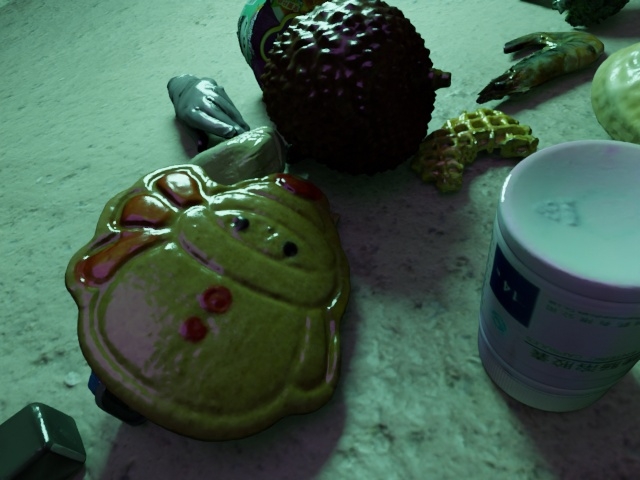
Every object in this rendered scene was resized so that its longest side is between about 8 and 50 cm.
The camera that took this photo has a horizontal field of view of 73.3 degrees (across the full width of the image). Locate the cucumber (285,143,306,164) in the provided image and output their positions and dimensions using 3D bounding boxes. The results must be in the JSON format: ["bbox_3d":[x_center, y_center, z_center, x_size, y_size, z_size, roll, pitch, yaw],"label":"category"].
[{"bbox_3d":[-0.026,-0.209,0.831,0.053,0.053,0.181,16,60,26],"label":"cucumber"}]

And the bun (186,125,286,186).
[{"bbox_3d":[-0.136,-0.118,0.741,0.173,0.113,0.166,-19,16,23],"label":"bun"}]

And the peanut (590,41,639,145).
[{"bbox_3d":[0.506,-0.163,0.577,0.174,0.158,0.340,-40,44,33],"label":"peanut"}]

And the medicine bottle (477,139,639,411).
[{"bbox_3d":[0.235,0.051,0.409,0.152,0.254,0.152,-8,50,9],"label":"medicine bottle"}]

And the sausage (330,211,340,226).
[{"bbox_3d":[0.000,0.000,0.666,0.026,0.026,0.116,13,56,24],"label":"sausage"}]

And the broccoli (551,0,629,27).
[{"bbox_3d":[0.510,-0.570,0.881,0.177,0.198,0.275,-29,50,-9],"label":"broccoli"}]

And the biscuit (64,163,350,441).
[{"bbox_3d":[-0.112,0.042,0.550,0.359,0.074,0.381,30,57,0],"label":"biscuit"}]

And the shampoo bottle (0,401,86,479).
[{"bbox_3d":[-0.406,0.302,0.492,0.246,0.080,0.079,-38,51,-16],"label":"shampoo bottle"}]

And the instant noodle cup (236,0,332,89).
[{"bbox_3d":[-0.055,-0.411,0.890,0.251,0.251,0.190,-29,42,-9],"label":"instant noodle cup"}]

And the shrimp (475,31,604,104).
[{"bbox_3d":[0.394,-0.345,0.830,0.296,0.058,0.169,-25,42,-10],"label":"shrimp"}]

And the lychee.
[{"bbox_3d":[0.053,-0.241,0.687,0.304,0.276,0.276,-1,51,26],"label":"lychee"}]

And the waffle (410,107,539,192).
[{"bbox_3d":[0.247,-0.153,0.708,0.194,0.051,0.149,-33,49,-13],"label":"waffle"}]

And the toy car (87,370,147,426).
[{"bbox_3d":[-0.228,0.133,0.572,0.100,0.097,0.191,11,55,28],"label":"toy car"}]

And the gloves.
[{"bbox_3d":[-0.256,-0.277,0.923,0.285,0.119,0.142,38,100,32],"label":"gloves"}]
